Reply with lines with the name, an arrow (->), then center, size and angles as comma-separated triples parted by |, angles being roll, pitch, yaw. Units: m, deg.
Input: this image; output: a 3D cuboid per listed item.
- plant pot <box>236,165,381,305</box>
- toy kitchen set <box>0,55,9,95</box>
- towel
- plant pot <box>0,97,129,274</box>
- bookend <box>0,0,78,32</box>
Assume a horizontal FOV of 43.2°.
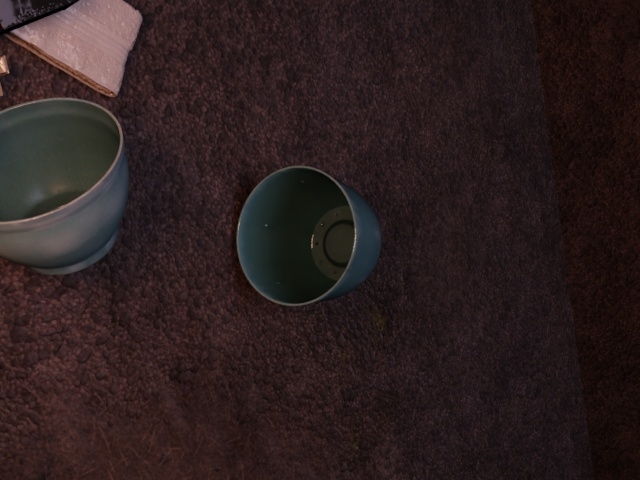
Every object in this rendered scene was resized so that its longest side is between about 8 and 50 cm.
plant pot -> 0.000, 0.000, 1.778 | 0.235, 0.293, 0.293 | 11, 80, -61
toy kitchen set -> -0.564, -0.277, 1.330 | 0.075, 0.068, 0.083 | -19, 102, -46
towel -> -0.457, -0.407, 1.466 | 0.282, 0.049, 0.187 | 29, 69, -43
plant pot -> -0.442, -0.067, 1.328 | 0.293, 0.293, 0.196 | -54, 151, -33
bookend -> -0.507, -0.439, 1.332 | 0.156, 0.072, 0.157 | -38, 112, -34
